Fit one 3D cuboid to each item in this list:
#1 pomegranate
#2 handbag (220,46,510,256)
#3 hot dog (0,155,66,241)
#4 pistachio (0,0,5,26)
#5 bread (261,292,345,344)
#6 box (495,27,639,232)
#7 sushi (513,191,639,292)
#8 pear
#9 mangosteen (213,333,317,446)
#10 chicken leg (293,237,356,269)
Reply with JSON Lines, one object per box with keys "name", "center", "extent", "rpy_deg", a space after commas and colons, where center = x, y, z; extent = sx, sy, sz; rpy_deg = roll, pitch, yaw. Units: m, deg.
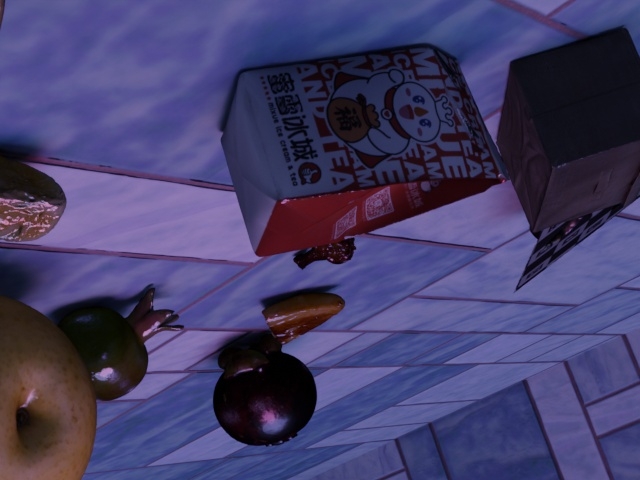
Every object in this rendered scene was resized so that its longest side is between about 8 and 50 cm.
{"name": "pomegranate", "center": [-0.304, 0.148, 1.655], "extent": [0.191, 0.131, 0.152], "rpy_deg": [-40, 155, -5]}
{"name": "handbag", "center": [0.054, -0.099, 1.222], "extent": [0.298, 0.171, 0.151], "rpy_deg": [-10, 158, -20]}
{"name": "hot dog", "center": [-0.373, -0.051, 1.110], "extent": [0.242, 0.073, 0.084], "rpy_deg": [2, 148, -40]}
{"name": "pistachio", "center": [-0.285, -0.188, 0.769], "extent": [0.130, 0.131, 0.206], "rpy_deg": [-60, 177, -32]}
{"name": "bread", "center": [-0.054, 0.128, 1.908], "extent": [0.154, 0.054, 0.136], "rpy_deg": [-37, 156, 29]}
{"name": "box", "center": [0.324, -0.129, 1.405], "extent": [0.148, 0.155, 0.231], "rpy_deg": [-18, 162, -2]}
{"name": "sushi", "center": [0.425, -0.086, 1.693], "extent": [0.343, 0.064, 0.359], "rpy_deg": [-36, 164, -8]}
{"name": "pear", "center": [-0.462, 0.229, 1.397], "extent": [0.348, 0.348, 0.348], "rpy_deg": [-16, 161, -6]}
{"name": "mangosteen", "center": [-0.106, 0.281, 2.065], "extent": [0.209, 0.210, 0.210], "rpy_deg": [-16, 161, -6]}
{"name": "chicken leg", "center": [0.007, 0.001, 1.630], "extent": [0.093, 0.053, 0.205], "rpy_deg": [6, 152, 0]}
